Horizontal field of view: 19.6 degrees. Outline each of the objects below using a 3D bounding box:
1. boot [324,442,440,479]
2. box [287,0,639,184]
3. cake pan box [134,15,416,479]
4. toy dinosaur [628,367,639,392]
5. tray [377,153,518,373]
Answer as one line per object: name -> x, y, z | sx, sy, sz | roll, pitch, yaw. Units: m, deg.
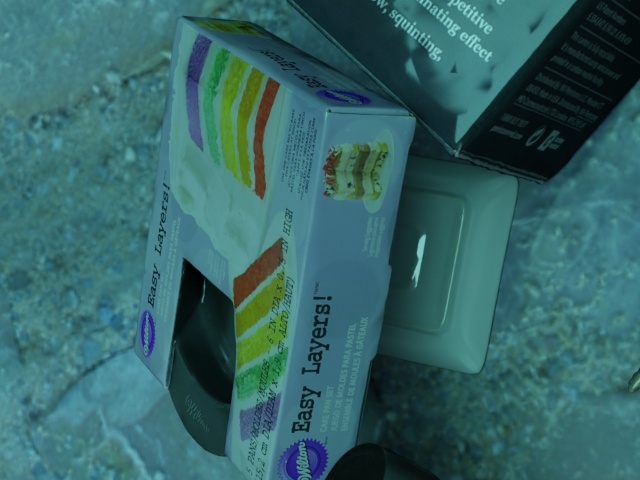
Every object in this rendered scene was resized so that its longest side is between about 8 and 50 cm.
boot -> 0.074, 0.299, 1.135 | 0.096, 0.280, 0.264 | -12, 48, 51
box -> 0.142, -0.284, 1.190 | 0.293, 0.212, 0.395 | 45, 104, 19
cake pan box -> -0.040, 0.008, 1.210 | 0.246, 0.070, 0.267 | -138, 53, -58
toy dinosaur -> 0.294, -0.031, 1.163 | 0.296, 0.127, 0.200 | -52, 47, 33
tray -> 0.000, 0.000, 1.331 | 0.270, 0.030, 0.145 | 11, 92, 23
